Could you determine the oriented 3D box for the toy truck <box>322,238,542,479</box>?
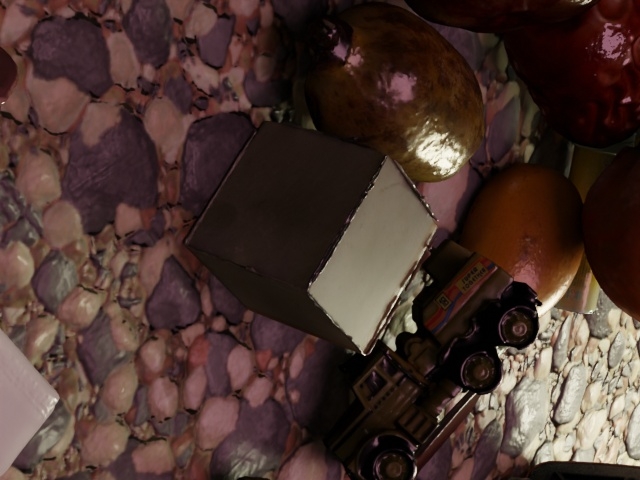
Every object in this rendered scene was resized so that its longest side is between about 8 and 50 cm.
[{"bbox_3d":[0.099,0.127,1.446,0.127,0.127,0.257,38,89,-7],"label":"toy truck"}]

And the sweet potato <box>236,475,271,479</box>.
[{"bbox_3d":[0.050,0.346,1.448,0.423,0.130,0.130,41,70,-23],"label":"sweet potato"}]

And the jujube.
[{"bbox_3d":[0.280,-0.193,1.547,0.155,0.155,0.230,-56,148,-19],"label":"jujube"}]

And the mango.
[{"bbox_3d":[0.214,0.013,1.576,0.217,0.102,0.141,-53,131,-26],"label":"mango"}]

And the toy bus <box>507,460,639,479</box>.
[{"bbox_3d":[0.286,0.462,1.677,0.427,0.203,0.233,-56,136,-43],"label":"toy bus"}]

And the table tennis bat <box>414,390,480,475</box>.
[{"bbox_3d":[0.098,0.240,1.548,0.234,0.022,0.131,-45,166,-20],"label":"table tennis bat"}]

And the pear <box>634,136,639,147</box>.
[{"bbox_3d":[0.438,-0.063,1.771,0.178,0.178,0.178,-22,120,-44],"label":"pear"}]

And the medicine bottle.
[{"bbox_3d":[0.311,-0.027,1.705,0.074,0.074,0.218,-7,111,-49],"label":"medicine bottle"}]

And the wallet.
[{"bbox_3d":[-0.271,0.099,1.085,0.095,0.033,0.190,-56,139,-22],"label":"wallet"}]

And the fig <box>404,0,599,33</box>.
[{"bbox_3d":[0.157,-0.354,1.319,0.217,0.217,0.320,-5,89,-49],"label":"fig"}]

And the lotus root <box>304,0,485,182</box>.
[{"bbox_3d":[0.061,-0.136,1.317,0.260,0.129,0.145,30,67,-56],"label":"lotus root"}]

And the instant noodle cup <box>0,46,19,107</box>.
[{"bbox_3d":[-0.302,0.000,0.862,0.243,0.243,0.231,-20,125,-45],"label":"instant noodle cup"}]

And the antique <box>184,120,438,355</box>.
[{"bbox_3d":[0.000,0.000,1.277,0.146,0.152,0.148,-58,141,-17],"label":"antique"}]

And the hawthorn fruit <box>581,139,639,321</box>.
[{"bbox_3d":[0.421,-0.021,1.562,0.284,0.284,0.284,-22,120,-44],"label":"hawthorn fruit"}]
